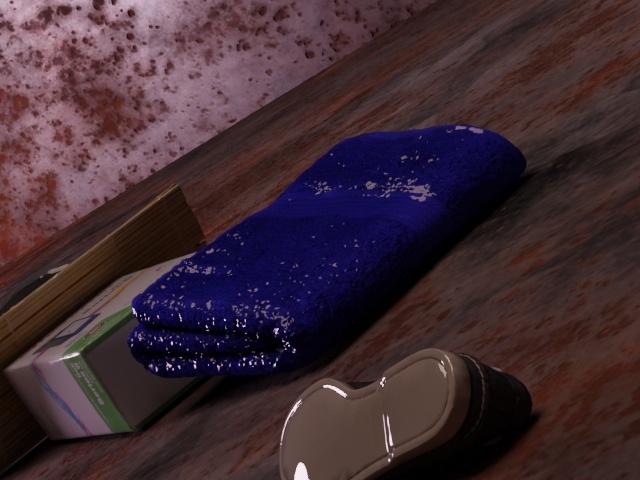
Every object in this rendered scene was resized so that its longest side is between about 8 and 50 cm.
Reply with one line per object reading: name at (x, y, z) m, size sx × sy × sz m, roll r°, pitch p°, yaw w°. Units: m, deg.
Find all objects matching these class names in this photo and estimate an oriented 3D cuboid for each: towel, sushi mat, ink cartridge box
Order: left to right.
sushi mat at (-0.226, 0.086, 1.886) m, size 0.316 × 0.151 × 0.019 m, roll -39°, pitch 40°, yaw -28°
ink cartridge box at (-0.172, 0.098, 1.768) m, size 0.154 × 0.093 × 0.212 m, roll -39°, pitch 9°, yaw -26°
towel at (0.000, 0.000, 1.629) m, size 0.228 × 0.076 × 0.308 m, roll -8°, pitch 26°, yaw 47°

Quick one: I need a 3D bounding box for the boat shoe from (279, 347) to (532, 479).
boat shoe at (0.044, 0.111, 1.137) m, size 0.065 × 0.075 × 0.206 m, roll 10°, pitch -21°, yaw -28°

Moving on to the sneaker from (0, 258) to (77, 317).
sneaker at (-0.315, 0.155, 1.953) m, size 0.341 × 0.125 × 0.139 m, roll -40°, pitch 18°, yaw 12°
